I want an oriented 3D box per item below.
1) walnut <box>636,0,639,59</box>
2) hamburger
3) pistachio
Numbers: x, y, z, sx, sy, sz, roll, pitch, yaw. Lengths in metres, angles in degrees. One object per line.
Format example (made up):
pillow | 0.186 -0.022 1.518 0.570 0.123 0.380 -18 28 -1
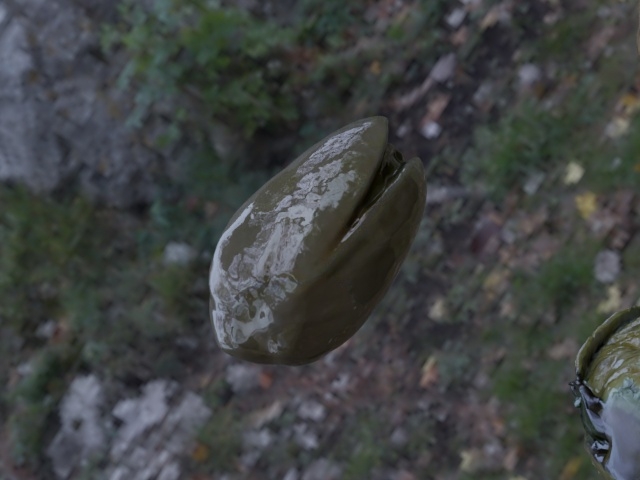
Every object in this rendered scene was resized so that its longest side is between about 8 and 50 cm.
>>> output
walnut | 0.413 -0.150 1.263 0.306 0.306 0.344 -53 24 35
hamburger | 0.321 0.111 1.148 0.265 0.134 0.285 -17 16 -1
pistachio | 0.000 0.000 1.189 0.226 0.136 0.136 -51 2 -25
